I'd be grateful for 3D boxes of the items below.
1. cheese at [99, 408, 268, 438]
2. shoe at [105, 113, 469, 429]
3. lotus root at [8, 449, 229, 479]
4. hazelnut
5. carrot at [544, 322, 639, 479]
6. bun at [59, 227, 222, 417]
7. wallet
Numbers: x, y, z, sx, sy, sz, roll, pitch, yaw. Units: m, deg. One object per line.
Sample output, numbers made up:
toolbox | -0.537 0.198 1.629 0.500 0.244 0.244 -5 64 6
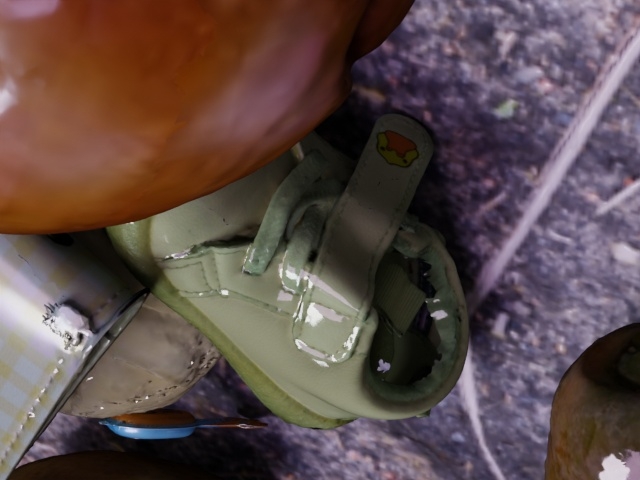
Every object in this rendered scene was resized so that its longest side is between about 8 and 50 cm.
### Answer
cheese | -0.086 0.114 1.073 0.047 0.111 0.017 12 97 59
shoe | -0.006 -0.001 0.916 0.128 0.140 0.262 -5 136 27
lotus root | -0.166 0.246 1.129 0.192 0.272 0.272 27 132 28
hazelnut | -0.105 -0.180 0.714 0.315 0.372 0.372 41 134 -16
carrot | 0.200 0.186 0.931 0.139 0.138 0.301 -3 119 32
bun | -0.157 -0.004 0.999 0.259 0.152 0.259 14 128 19
wallet | -0.255 -0.007 0.918 0.309 0.077 0.223 43 128 5
